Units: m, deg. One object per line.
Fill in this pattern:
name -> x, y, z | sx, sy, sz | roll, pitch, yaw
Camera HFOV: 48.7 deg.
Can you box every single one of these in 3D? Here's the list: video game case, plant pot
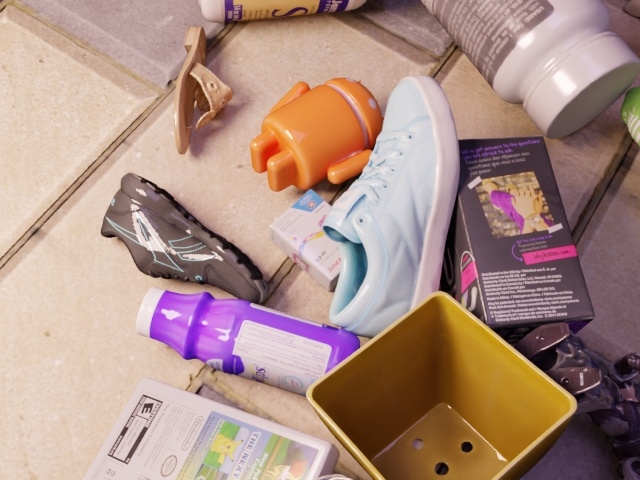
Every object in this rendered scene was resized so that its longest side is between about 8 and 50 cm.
video game case -> -0.171, 0.336, 0.782 | 0.300, 0.036, 0.329 | 10, 60, 33
plant pot -> 0.140, 0.229, 0.830 | 0.212, 0.187, 0.212 | -35, 51, -18

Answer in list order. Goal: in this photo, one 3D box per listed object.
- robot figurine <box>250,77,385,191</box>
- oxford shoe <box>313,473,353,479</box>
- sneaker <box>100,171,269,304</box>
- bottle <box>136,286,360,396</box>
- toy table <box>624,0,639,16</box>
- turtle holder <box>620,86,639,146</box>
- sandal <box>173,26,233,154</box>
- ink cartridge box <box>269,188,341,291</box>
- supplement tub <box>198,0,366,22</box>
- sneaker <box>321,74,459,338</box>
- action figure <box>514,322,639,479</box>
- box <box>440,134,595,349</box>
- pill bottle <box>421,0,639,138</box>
robot figurine -> -0.001, -0.162, 1.054 | 0.219, 0.128, 0.158 | -33, 28, -18
oxford shoe -> 0.043, 0.316, 0.701 | 0.140, 0.397, 0.146 | 6, 76, 32
sneaker -> -0.190, 0.018, 0.988 | 0.267, 0.101, 0.106 | 37, 89, 11
bottle -> -0.093, 0.130, 0.914 | 0.283, 0.118, 0.092 | 16, 66, 2
toy table -> 0.654, -0.415, 1.181 | 0.161, 0.252, 0.274 | 40, 57, -4
turtle holder -> 0.616, -0.112, 1.046 | 0.320, 0.243, 0.227 | 3, 32, 34
sandal -> -0.174, -0.242, 1.100 | 0.079, 0.088, 0.240 | -1, 60, 2
ink cartridge box -> 0.000, 0.000, 1.020 | 0.122, 0.052, 0.088 | 41, 69, 13
supplement tub -> -0.043, -0.488, 1.143 | 0.331, 0.241, 0.241 | -8, 66, -8
sneaker -> 0.083, -0.049, 0.931 | 0.150, 0.135, 0.366 | 7, 83, -26
action figure -> 0.365, 0.211, 0.874 | 0.285, 0.099, 0.185 | 36, 36, -30
box -> 0.245, 0.013, 0.970 | 0.143, 0.165, 0.270 | -3, 64, -6
pill bottle -> 0.321, -0.351, 1.126 | 0.204, 0.204, 0.361 | -26, 69, -16
